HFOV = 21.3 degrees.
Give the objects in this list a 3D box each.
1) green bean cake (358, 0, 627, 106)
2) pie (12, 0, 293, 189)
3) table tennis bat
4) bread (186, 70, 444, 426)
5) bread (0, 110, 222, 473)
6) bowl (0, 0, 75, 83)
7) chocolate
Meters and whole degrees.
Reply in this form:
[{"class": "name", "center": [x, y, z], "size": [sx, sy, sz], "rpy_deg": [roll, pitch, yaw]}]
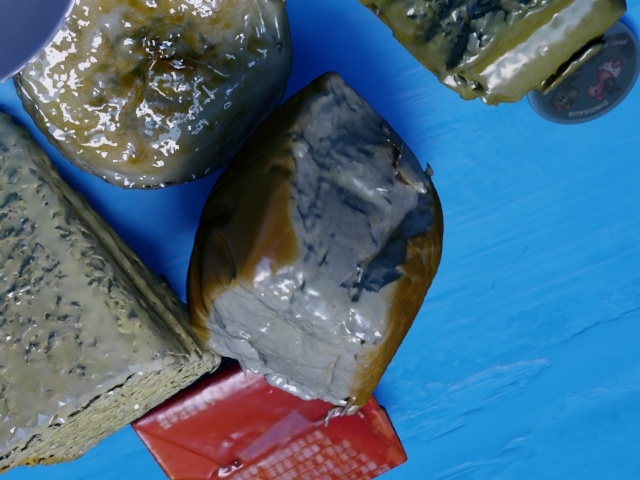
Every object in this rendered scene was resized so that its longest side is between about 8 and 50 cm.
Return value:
[{"class": "green bean cake", "center": [0.081, -0.270, 1.431], "size": [0.202, 0.285, 0.310], "rpy_deg": [-40, 125, 19]}, {"class": "pie", "center": [-0.155, -0.164, 1.580], "size": [0.274, 0.055, 0.274], "rpy_deg": [-9, 127, -11]}, {"class": "table tennis bat", "center": [0.259, -0.198, 1.697], "size": [0.124, 0.033, 0.201], "rpy_deg": [-18, 133, -5]}, {"class": "bread", "center": [0.000, 0.000, 1.584], "size": [0.225, 0.250, 0.279], "rpy_deg": [26, 155, -1]}, {"class": "bread", "center": [-0.283, 0.058, 1.655], "size": [0.248, 0.315, 0.279], "rpy_deg": [-32, 160, 11]}, {"class": "bowl", "center": [-0.341, -0.264, 1.394], "size": [0.287, 0.144, 0.287], "rpy_deg": [-8, 127, -10]}, {"class": "chocolate", "center": [-0.058, 0.190, 1.839], "size": [0.237, 0.108, 0.235], "rpy_deg": [-27, 129, 5]}]
